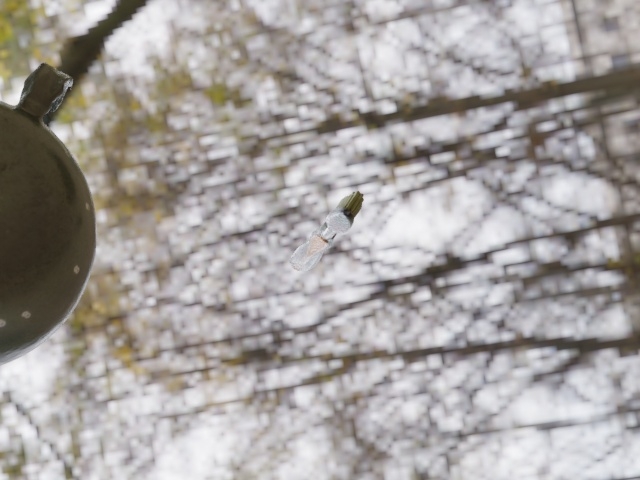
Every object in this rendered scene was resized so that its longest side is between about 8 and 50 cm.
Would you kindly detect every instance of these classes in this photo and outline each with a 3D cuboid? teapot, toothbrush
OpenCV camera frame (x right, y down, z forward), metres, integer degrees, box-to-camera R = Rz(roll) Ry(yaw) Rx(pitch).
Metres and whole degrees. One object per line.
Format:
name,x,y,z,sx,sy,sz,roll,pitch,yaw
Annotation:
teapot,-0.249,-0.003,1.196,0.294,0.193,0.129,-61,3,-30
toothbrush,0.000,0.000,1.949,0.037,0.028,0.375,-56,2,-14
